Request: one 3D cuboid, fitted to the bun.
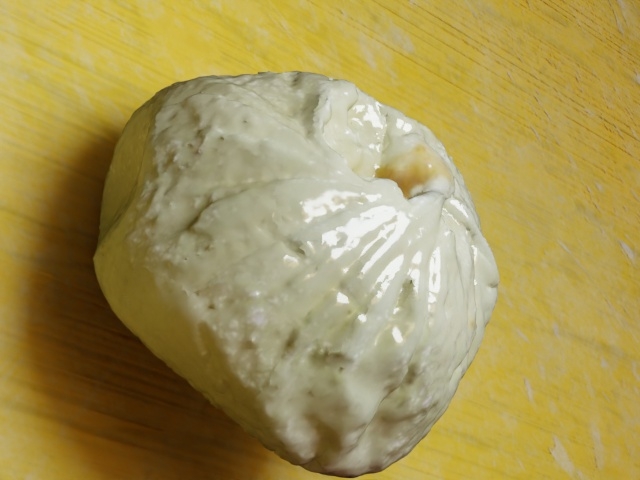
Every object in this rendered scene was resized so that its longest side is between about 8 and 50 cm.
[{"bbox_3d":[0.000,0.000,1.410,0.352,0.227,0.349,18,35,-45],"label":"bun"}]
